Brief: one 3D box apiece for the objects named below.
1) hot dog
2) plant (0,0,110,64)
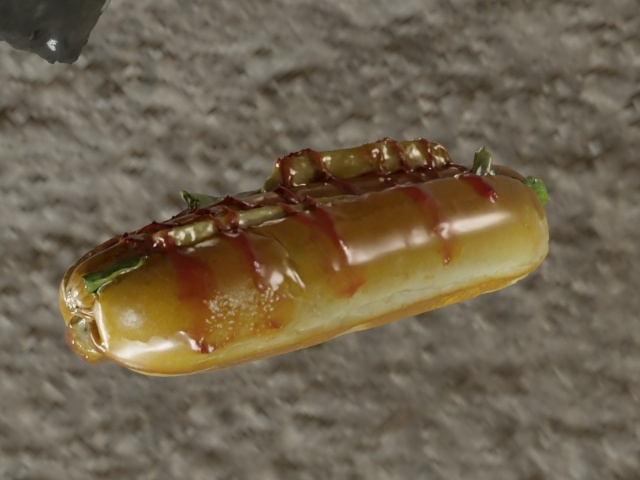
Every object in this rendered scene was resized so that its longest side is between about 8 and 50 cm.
[{"bbox_3d":[0.000,0.000,0.846,0.250,0.076,0.104,-16,16,-31],"label":"hot dog"},{"bbox_3d":[-0.192,-0.106,0.850,0.274,0.146,0.149,-46,41,1],"label":"plant"}]
